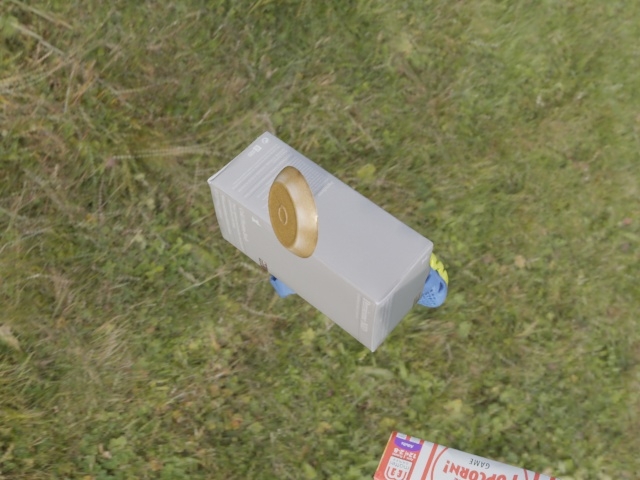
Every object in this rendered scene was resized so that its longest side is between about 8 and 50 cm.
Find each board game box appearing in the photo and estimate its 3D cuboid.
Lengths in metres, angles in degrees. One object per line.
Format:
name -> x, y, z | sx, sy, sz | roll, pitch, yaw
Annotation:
board game box -> 0.129, 0.237, 0.639 | 0.045, 0.146, 0.194 | -60, 149, -36

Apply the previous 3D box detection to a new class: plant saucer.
plant saucer -> -0.027, -0.024, 0.712 | 0.015, 0.083, 0.084 | -12, 82, -26

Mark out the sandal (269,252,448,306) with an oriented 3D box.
sandal -> 0.044, 0.046, 1.165 | 0.317, 0.126, 0.138 | 20, 71, -22

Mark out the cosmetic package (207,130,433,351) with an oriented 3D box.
cosmetic package -> 0.000, 0.000, 0.892 | 0.238, 0.127, 0.107 | 38, 66, 23
